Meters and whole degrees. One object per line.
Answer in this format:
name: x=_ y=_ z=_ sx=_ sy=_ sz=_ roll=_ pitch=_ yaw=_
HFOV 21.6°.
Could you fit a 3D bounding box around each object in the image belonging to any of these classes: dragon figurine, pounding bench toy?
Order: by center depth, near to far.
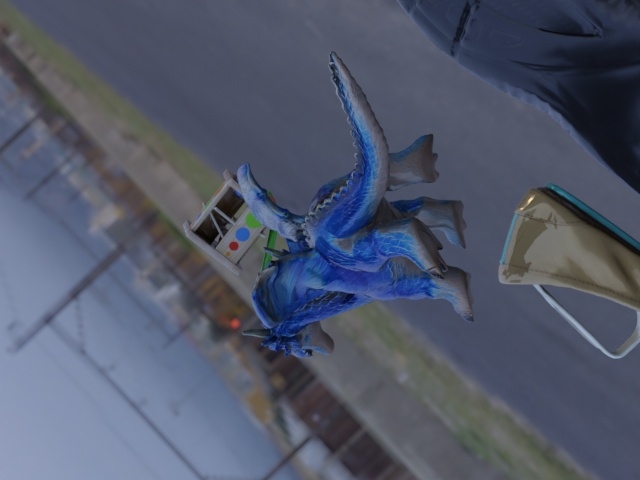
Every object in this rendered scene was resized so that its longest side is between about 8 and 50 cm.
dragon figurine: x=0.000 y=0.000 z=0.920 sx=0.289 sy=0.144 sz=0.085 roll=49 pitch=-146 yaw=-67
pounding bench toy: x=-0.056 y=-0.009 z=1.329 sx=0.083 sy=0.065 sz=0.052 roll=38 pitch=-176 yaw=-13

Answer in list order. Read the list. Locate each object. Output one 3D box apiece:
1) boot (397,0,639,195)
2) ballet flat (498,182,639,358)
boot: x=0.218 y=-0.177 z=1.102 sx=0.377 sy=0.138 sz=0.284 roll=42 pitch=-141 yaw=18
ballet flat: x=0.209 y=0.048 z=1.016 sx=0.232 sy=0.073 sz=0.080 roll=29 pitch=180 yaw=-7
